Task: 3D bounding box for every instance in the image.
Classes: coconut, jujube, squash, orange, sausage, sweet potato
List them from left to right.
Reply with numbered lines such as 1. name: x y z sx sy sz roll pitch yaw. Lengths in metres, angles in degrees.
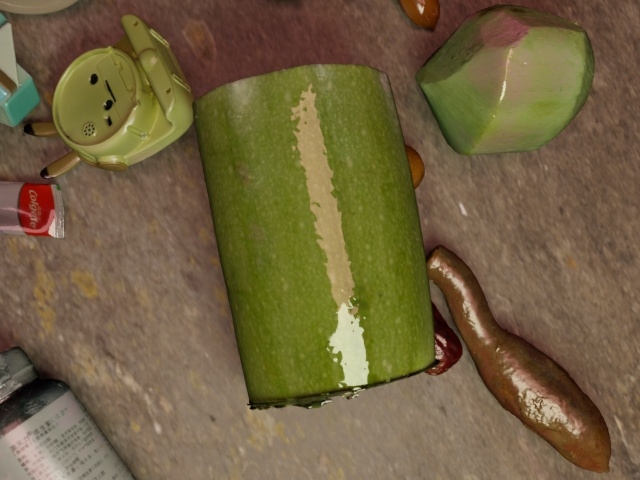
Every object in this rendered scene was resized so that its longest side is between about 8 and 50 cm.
1. squash: 0.000 0.000 0.799 0.263 0.263 0.384 -10 88 -9
2. orange: 0.109 -0.103 0.915 0.085 0.085 0.085 1 86 -8
3. sausage: 0.129 -0.402 0.951 0.062 0.054 0.183 -26 93 -6
4. jujube: 0.148 0.130 0.905 0.077 0.077 0.129 -30 84 -9
5. coconut: 0.244 -0.221 0.878 0.236 0.236 0.204 1 120 -8
6. sweet potato: 0.273 0.172 0.908 0.109 0.109 0.385 -39 81 -9

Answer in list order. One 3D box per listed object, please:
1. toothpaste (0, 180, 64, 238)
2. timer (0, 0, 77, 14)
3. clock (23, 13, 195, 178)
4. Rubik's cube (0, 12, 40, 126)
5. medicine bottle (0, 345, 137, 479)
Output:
1. toothpaste: -0.501 -0.049 0.842 0.301 0.048 0.075 3 81 -10
2. timer: -0.411 -0.466 0.851 0.175 0.175 0.266 -11 69 -9
3. clock: -0.288 -0.174 0.841 0.232 0.069 0.170 -33 72 12
4. Rubik's cube: -0.487 -0.185 0.764 0.213 0.265 0.224 47 46 -29
5. medicine bottle: -0.340 0.278 0.791 0.141 0.141 0.293 -35 91 -9
